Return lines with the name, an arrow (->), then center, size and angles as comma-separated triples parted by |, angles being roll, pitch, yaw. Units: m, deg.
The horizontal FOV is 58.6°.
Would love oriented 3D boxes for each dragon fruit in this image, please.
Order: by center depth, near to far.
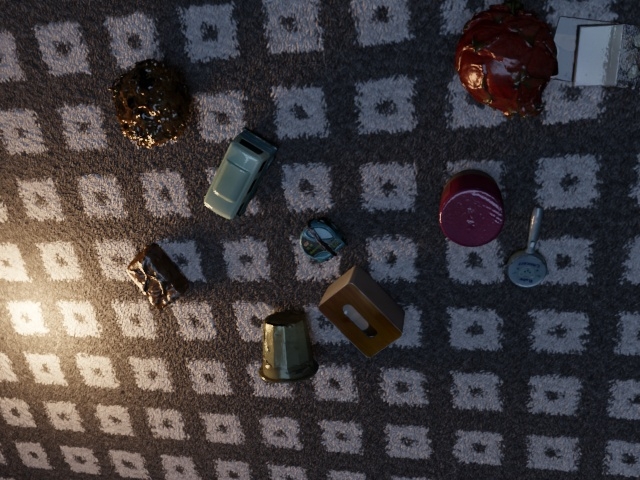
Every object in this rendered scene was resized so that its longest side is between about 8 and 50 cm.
dragon fruit -> 0.464, -0.441, 1.413 | 0.244, 0.244, 0.298 | -28, 87, 24

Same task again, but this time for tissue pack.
tissue pack -> 0.140, 0.228, 1.862 | 0.246, 0.136, 0.159 | 45, 117, -8

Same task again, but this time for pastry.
pastry -> -0.499, -0.409, 1.717 | 0.275, 0.193, 0.274 | 15, 114, 36

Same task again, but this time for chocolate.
chocolate -> -0.584, 0.129, 2.023 | 0.148, 0.093, 0.214 | -35, 102, 24

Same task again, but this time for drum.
drum -> 0.642, 0.028, 1.690 | 0.130, 0.049, 0.253 | 21, 118, 4

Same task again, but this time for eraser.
eraser -> 0.707, -0.471, 1.455 | 0.104, 0.023, 0.150 | 2, 115, 14

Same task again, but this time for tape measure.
tape measure -> 0.000, 0.000, 1.823 | 0.125, 0.081, 0.146 | -40, 99, 23

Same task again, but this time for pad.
pad -> 0.712, -0.480, 1.466 | 0.235, 0.003, 0.158 | 11, 116, 9

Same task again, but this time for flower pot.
flower pot -> -0.121, 0.359, 1.960 | 0.212, 0.212, 0.202 | -3, 105, 15

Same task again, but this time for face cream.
face cream -> 0.424, -0.095, 1.608 | 0.175, 0.195, 0.175 | 5, 114, 11

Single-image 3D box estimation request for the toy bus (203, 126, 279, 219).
toy bus -> -0.256, -0.190, 1.752 | 0.133, 0.164, 0.271 | 31, 118, -1
